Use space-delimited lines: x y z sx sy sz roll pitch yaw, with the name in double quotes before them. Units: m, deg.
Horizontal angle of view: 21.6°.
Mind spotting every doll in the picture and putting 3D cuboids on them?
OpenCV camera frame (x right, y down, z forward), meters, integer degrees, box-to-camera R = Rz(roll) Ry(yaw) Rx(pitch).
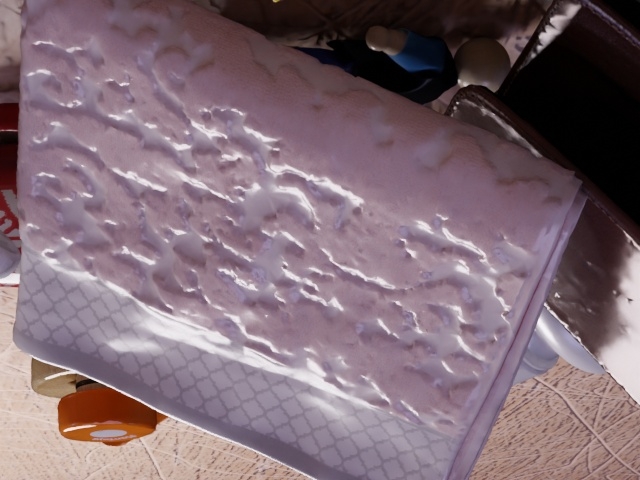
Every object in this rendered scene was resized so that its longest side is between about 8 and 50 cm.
"doll" 0.027 -0.106 1.052 0.189 0.046 0.129 0 161 -6

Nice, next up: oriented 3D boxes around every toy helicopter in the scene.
"toy helicopter" -0.084 0.118 1.525 0.355 0.140 0.235 -1 162 -13

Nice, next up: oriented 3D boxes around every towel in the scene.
"towel" -0.037 0.015 0.999 0.331 0.053 0.317 24 136 10

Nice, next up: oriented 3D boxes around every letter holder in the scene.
"letter holder" 0.227 -0.017 0.920 0.152 0.302 0.214 -40 171 -22

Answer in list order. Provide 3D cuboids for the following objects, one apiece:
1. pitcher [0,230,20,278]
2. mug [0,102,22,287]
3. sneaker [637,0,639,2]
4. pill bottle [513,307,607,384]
"pitcher" -0.274 -0.053 0.991 0.177 0.125 0.207 35 177 24
"mug" -0.224 -0.034 1.169 0.169 0.150 0.113 -2 -158 9
"sneaker" 0.166 -0.150 0.840 0.234 0.078 0.106 30 172 -11
"pill bottle" 0.220 0.001 1.152 0.272 0.152 0.152 -27 151 25
